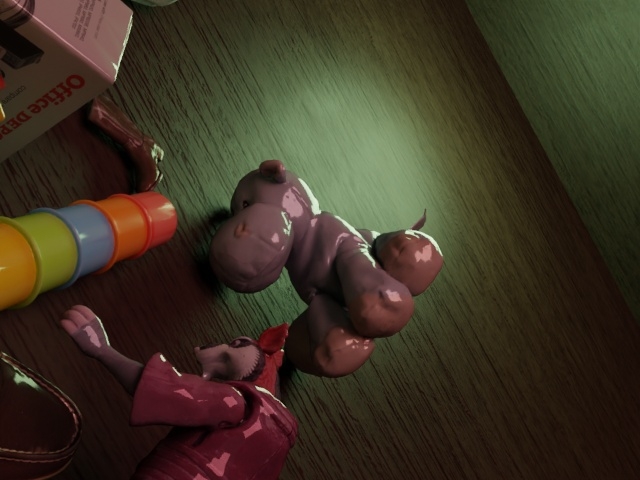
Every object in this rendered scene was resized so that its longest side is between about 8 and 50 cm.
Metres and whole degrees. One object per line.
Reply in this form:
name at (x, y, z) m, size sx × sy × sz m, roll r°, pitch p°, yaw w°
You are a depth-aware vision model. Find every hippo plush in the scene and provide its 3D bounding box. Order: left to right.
hippo plush at (0.000, 0.000, 1.290) m, size 0.236 × 0.234 × 0.294 m, roll 40°, pitch 55°, yaw -14°

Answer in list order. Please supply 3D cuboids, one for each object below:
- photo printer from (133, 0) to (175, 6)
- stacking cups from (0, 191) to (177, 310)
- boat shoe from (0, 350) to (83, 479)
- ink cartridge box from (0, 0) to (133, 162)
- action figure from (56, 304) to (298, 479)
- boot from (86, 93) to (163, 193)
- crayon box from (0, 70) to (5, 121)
photo printer at (-0.296, -0.477, 1.343) m, size 0.256 × 0.107 × 0.307 m, roll 11°, pitch 57°, yaw -53°
stacking cups at (-0.249, 0.005, 1.049) m, size 0.316 × 0.096 × 0.096 m, roll -22°, pitch 85°, yaw -59°
boat shoe at (-0.315, 0.112, 0.837) m, size 0.342 × 0.123 × 0.123 m, roll 34°, pitch 41°, yaw -39°
ink cartridge box at (-0.344, -0.218, 0.979) m, size 0.273 × 0.197 × 0.114 m, roll 37°, pitch 40°, yaw -35°
action figure at (-0.116, 0.214, 0.859) m, size 0.370 × 0.276 × 0.248 m, roll -54°, pitch 134°, yaw -24°
boot at (-0.235, -0.114, 1.219) m, size 0.114 × 0.037 × 0.106 m, roll 46°, pitch 21°, yaw -31°
crayon box at (-0.365, -0.139, 0.757) m, size 0.318 × 0.081 × 0.202 m, roll -40°, pitch 129°, yaw -40°
